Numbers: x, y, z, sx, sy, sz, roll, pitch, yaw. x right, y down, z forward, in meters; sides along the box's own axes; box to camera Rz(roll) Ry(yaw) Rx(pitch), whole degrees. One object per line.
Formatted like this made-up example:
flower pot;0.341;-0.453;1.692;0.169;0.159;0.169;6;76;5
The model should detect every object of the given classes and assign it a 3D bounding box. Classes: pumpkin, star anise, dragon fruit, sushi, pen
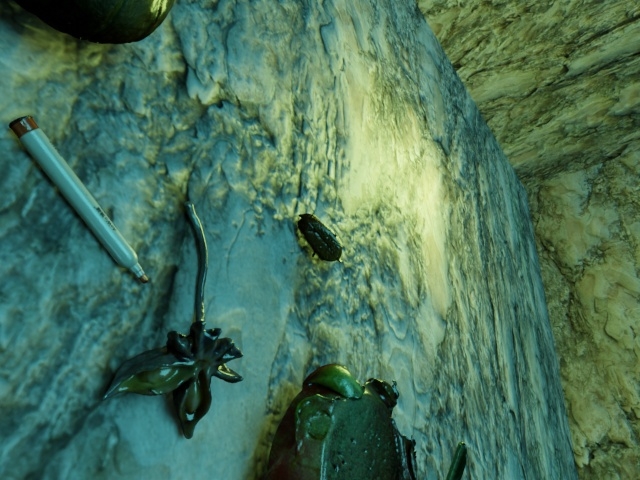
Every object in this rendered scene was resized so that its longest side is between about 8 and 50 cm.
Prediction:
pumpkin;-0.281;-0.335;0.535;0.237;0.159;0.238;33;29;-21
star anise;-0.180;0.087;0.577;0.148;0.219;0.227;5;21;-23
dragon fruit;0.030;0.325;0.637;0.268;0.130;0.296;24;54;-47
sushi;0.003;-0.002;0.844;0.118;0.061;0.060;63;1;-12
pen;-0.262;-0.038;0.519;0.218;0.026;0.026;58;35;-16

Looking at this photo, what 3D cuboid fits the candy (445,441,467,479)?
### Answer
candy;0.150;0.438;0.665;0.097;0.097;0.324;17;94;-50
